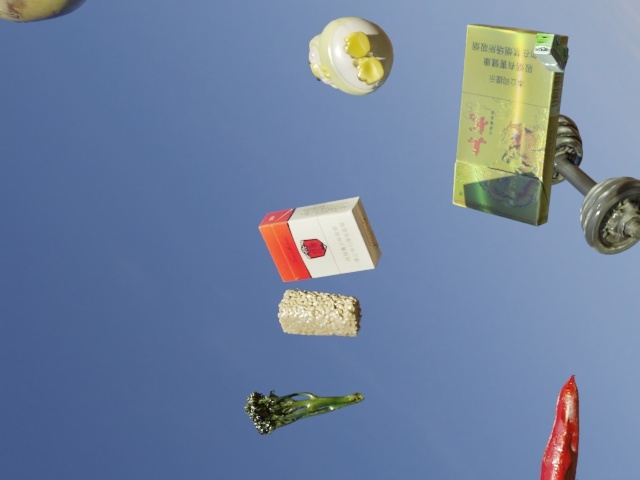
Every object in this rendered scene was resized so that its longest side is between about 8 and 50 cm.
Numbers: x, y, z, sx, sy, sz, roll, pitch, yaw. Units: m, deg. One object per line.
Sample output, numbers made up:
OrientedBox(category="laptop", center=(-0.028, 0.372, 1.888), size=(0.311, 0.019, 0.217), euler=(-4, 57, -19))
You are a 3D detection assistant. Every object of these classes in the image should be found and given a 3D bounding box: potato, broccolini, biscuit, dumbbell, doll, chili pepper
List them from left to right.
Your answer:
OrientedBox(category="potato", center=(-0.456, -0.436, 1.777), size=(0.165, 0.262, 0.165), euler=(20, -116, -47))
OrientedBox(category="broccolini", center=(-0.028, 0.275, 1.851), size=(0.201, 0.074, 0.058), euler=(-11, -134, -13))
OrientedBox(category="biscuit", center=(-0.001, 0.145, 2.161), size=(0.070, 0.169, 0.082), euler=(-66, -26, -46))
OrientedBox(category="doll", center=(0.038, -0.319, 1.949), size=(0.141, 0.117, 0.296), euler=(55, 163, -14))
OrientedBox(category="chili pepper", center=(0.365, 0.336, 1.660), size=(0.050, 0.059, 0.268), euler=(38, -118, -79))
OrientedBox(category="dumbbell", center=(0.561, -0.126, 2.358), size=(0.179, 0.179, 0.406), euler=(28, -162, -41))

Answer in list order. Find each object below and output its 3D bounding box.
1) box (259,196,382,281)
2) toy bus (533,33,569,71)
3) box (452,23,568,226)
OrientedBox(category="box", center=(0.000, 0.000, 1.569), size=(0.048, 0.152, 0.100), euler=(-54, -51, -51))
OrientedBox(category="toy bus", center=(0.331, -0.269, 1.573), size=(0.083, 0.031, 0.037), euler=(28, -107, -59))
OrientedBox(category="box", center=(0.310, -0.192, 1.818), size=(0.173, 0.311, 0.043), euler=(18, -156, 38))
